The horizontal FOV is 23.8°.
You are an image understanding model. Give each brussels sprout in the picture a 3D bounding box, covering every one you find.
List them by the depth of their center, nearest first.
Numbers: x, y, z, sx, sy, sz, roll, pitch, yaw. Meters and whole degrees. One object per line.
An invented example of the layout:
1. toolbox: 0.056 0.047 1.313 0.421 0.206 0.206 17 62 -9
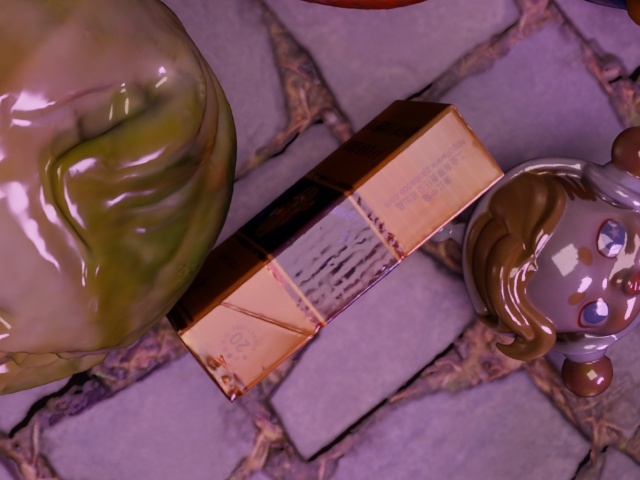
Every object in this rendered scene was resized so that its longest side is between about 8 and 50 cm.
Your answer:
1. brussels sprout: -0.194 -0.042 0.919 0.268 0.344 0.344 19 93 10

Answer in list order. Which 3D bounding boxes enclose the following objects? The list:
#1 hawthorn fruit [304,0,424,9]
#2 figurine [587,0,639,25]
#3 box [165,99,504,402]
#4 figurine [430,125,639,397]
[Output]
1. hawthorn fruit: -0.016 -0.279 0.974 0.307 0.276 0.276 -5 98 4
2. figurine: 0.283 -0.211 0.990 0.204 0.332 0.185 17 92 2
3. box: 0.000 0.000 1.053 0.237 0.152 0.070 -42 103 -5
4. figurine: 0.228 0.000 1.120 0.274 0.133 0.194 -21 118 -18
